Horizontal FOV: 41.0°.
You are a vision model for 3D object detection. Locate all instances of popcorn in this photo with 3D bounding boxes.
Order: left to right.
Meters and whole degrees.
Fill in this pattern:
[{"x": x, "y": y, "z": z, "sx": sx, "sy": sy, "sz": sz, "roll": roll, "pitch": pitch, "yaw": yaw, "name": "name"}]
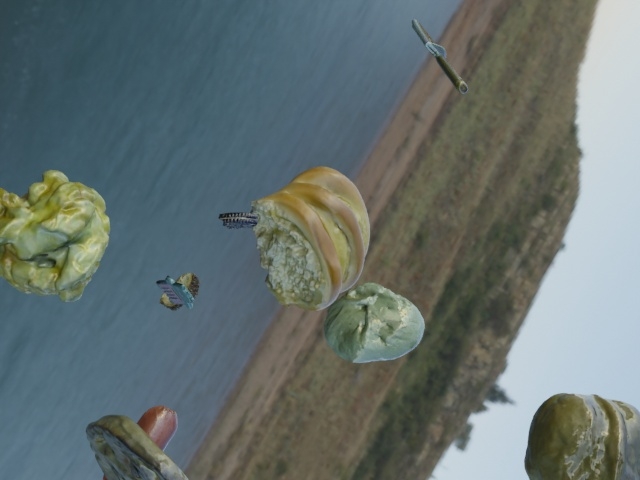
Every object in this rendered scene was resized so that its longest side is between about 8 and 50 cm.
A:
[{"x": -0.414, "y": -0.009, "z": 1.288, "sx": 0.167, "sy": 0.185, "sz": 0.187, "roll": -108, "pitch": -158, "yaw": -68, "name": "popcorn"}]

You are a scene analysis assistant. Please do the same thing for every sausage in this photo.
[{"x": -0.350, "y": 0.410, "z": 1.671, "sx": 0.194, "sy": 0.077, "sz": 0.077, "roll": -58, "pitch": 175, "yaw": -13, "name": "sausage"}]

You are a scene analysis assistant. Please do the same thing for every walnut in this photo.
[{"x": 0.623, "y": 0.497, "z": 1.996, "sx": 0.253, "sy": 0.282, "sz": 0.277, "roll": 51, "pitch": 51, "yaw": -77, "name": "walnut"}]

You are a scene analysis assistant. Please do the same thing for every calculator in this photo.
[{"x": -0.328, "y": 0.119, "z": 1.948, "sx": 0.019, "sy": 0.094, "sz": 0.141, "roll": -45, "pitch": -160, "yaw": -26, "name": "calculator"}]

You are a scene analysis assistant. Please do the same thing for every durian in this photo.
[{"x": -0.342, "y": 0.130, "z": 2.071, "sx": 0.130, "sy": 0.066, "sz": 0.052, "roll": -38, "pitch": 180, "yaw": 23, "name": "durian"}]

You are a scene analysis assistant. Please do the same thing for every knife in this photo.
[{"x": 0.222, "y": -0.364, "z": 1.638, "sx": 0.027, "sy": 0.061, "sz": 0.343, "roll": -41, "pitch": -153, "yaw": 16, "name": "knife"}]

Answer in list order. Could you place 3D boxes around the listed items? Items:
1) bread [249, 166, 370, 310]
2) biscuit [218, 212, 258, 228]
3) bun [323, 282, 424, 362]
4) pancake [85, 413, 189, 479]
[{"x": 0.000, "y": 0.000, "z": 2.003, "sx": 0.270, "sy": 0.211, "sz": 0.316, "roll": -29, "pitch": 121, "yaw": -34, "name": "bread"}, {"x": -0.163, "y": -0.038, "z": 1.660, "sx": 0.089, "sy": 0.087, "sz": 0.027, "roll": -9, "pitch": -100, "yaw": 55, "name": "biscuit"}, {"x": 0.110, "y": 0.165, "z": 1.813, "sx": 0.204, "sy": 0.212, "sz": 0.126, "roll": -116, "pitch": -164, "yaw": -61, "name": "bun"}, {"x": -0.289, "y": 0.396, "z": 1.412, "sx": 0.049, "sy": 0.294, "sz": 0.294, "roll": -39, "pitch": 164, "yaw": -33, "name": "pancake"}]
